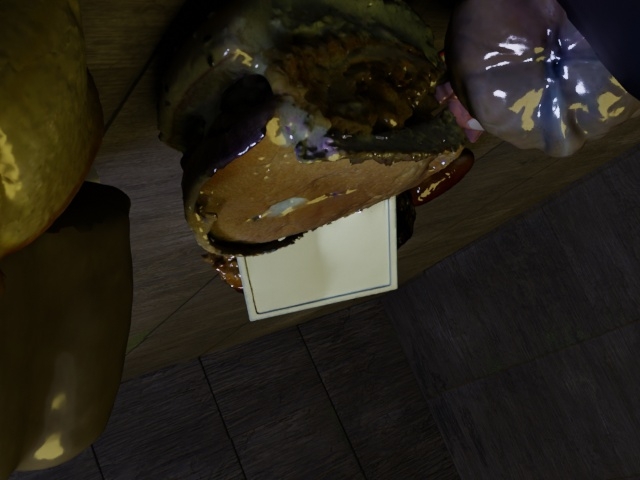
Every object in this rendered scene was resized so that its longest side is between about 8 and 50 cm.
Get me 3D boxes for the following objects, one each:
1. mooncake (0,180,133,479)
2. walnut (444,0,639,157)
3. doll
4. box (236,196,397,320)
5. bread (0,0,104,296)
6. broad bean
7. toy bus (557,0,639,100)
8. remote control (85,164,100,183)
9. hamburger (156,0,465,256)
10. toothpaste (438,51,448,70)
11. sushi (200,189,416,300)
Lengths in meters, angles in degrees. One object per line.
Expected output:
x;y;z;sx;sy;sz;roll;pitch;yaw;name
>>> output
-0.329;0.061;0.556;0.378;0.201;0.378;2;-167;0;mooncake
0.260;-0.218;0.805;0.248;0.248;0.248;-23;168;-5;walnut
0.265;-0.221;1.103;0.261;0.093;0.211;-8;159;-36;doll
-0.016;-0.025;1.049;0.224;0.117;0.225;-12;130;-7;box
-0.244;-0.079;0.359;0.269;0.270;0.148;-18;157;-26;bread
0.229;-0.132;1.465;0.165;0.084;0.114;-29;-175;-8;broad bean
0.210;-0.232;0.465;0.147;0.303;0.127;-25;166;-15;toy bus
-0.319;-0.036;0.776;0.250;0.103;0.034;-31;169;36;remote control
-0.025;-0.114;0.780;0.318;0.195;0.276;-8;163;-47;hamburger
0.253;-0.270;0.970;0.193;0.071;0.045;-32;-159;21;toothpaste
0.000;0.000;1.256;0.348;0.234;0.207;-32;167;13;sushi
